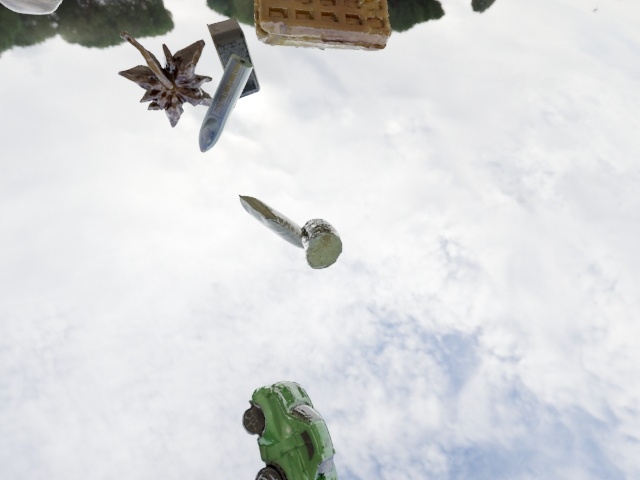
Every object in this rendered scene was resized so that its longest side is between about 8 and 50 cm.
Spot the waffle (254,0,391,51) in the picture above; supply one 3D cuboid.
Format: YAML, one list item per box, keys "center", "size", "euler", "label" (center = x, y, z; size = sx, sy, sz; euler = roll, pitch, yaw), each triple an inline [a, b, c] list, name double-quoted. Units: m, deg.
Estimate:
- center: [0.004, -0.575, 1.032]
  size: [0.327, 0.098, 0.224]
  euler: [-2, -94, -15]
  label: "waffle"

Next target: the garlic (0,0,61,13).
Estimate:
- center: [-0.683, -0.576, 0.924]
  size: [0.318, 0.143, 0.112]
  euler: [28, -131, 25]
  label: "garlic"

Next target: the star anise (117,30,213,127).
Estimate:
- center: [-0.487, -0.516, 1.403]
  size: [0.292, 0.350, 0.109]
  euler: [-29, -124, -27]
  label: "star anise"

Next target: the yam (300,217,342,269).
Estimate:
- center: [0.000, 0.000, 1.147]
  size: [0.107, 0.107, 0.183]
  euler: [2, -160, -10]
  label: "yam"

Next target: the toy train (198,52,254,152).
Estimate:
- center: [-0.229, -0.297, 0.992]
  size: [0.055, 0.252, 0.048]
  euler: [25, -149, -16]
  label: "toy train"

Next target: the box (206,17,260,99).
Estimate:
- center: [-0.248, -0.526, 1.256]
  size: [0.090, 0.201, 0.144]
  euler: [-21, -135, -5]
  label: "box"

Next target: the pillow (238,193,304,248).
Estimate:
- center: [-0.139, -0.054, 1.480]
  size: [0.185, 0.302, 0.075]
  euler: [35, -90, 40]
  label: "pillow"

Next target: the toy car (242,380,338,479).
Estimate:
- center: [-0.050, 0.534, 1.101]
  size: [0.213, 0.176, 0.359]
  euler: [20, -133, -57]
  label: "toy car"
